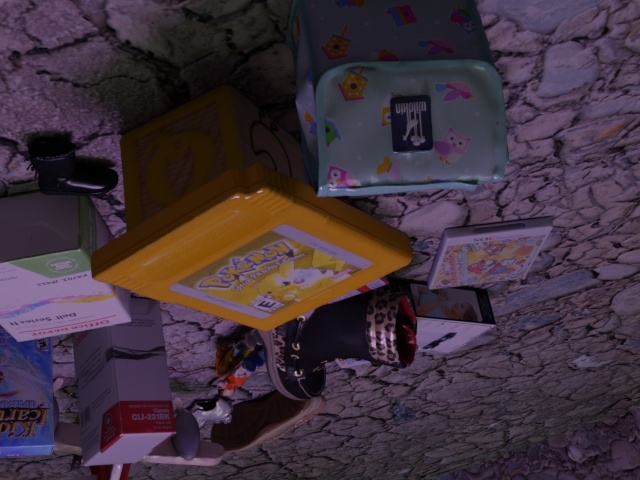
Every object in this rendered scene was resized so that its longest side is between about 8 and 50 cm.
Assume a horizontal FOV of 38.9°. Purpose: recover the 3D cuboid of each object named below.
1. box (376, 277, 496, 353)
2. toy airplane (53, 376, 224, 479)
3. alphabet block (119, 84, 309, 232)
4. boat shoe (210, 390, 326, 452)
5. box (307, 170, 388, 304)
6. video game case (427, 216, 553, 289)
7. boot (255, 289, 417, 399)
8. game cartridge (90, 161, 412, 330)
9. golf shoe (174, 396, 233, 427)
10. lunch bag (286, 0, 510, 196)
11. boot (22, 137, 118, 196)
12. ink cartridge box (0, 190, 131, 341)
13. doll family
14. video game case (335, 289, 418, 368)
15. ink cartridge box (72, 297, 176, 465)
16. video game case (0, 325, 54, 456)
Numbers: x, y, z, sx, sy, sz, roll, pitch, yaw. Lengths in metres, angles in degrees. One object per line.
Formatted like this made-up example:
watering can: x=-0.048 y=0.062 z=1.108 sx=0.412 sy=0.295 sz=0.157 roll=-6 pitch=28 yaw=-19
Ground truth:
box: x=0.206 y=0.164 z=1.926 sx=0.290 sy=0.087 sz=0.169 roll=8 pitch=148 yaw=-31
toy airplane: x=-0.462 y=0.436 z=2.030 sx=0.384 sy=0.272 sz=0.386 roll=12 pitch=180 yaw=30
alphabet block: x=-0.139 y=-0.065 z=1.255 sx=0.193 sy=0.192 sz=0.197 roll=-23 pitch=151 yaw=21
boat shoe: x=-0.139 y=0.479 z=2.383 sx=0.341 sy=0.122 sz=0.110 roll=-26 pitch=148 yaw=27
box: x=0.000 y=0.000 z=1.496 sx=0.128 sy=0.123 sz=0.257 roll=-21 pitch=151 yaw=19
video game case: x=0.326 y=0.029 z=1.772 sx=0.206 sy=0.026 sz=0.227 roll=-7 pitch=153 yaw=-6
boot: x=0.040 y=0.201 z=1.742 sx=0.284 sy=0.138 sz=0.377 roll=5 pitch=137 yaw=19
game cartridge: x=-0.082 y=0.023 z=1.181 sx=0.285 sy=0.053 sz=0.323 roll=-28 pitch=150 yaw=31
golf shoe: x=-0.316 y=0.441 z=2.335 sx=0.176 sy=0.069 sz=0.086 roll=-19 pitch=132 yaw=11
lunch bag: x=0.083 y=-0.171 z=1.041 sx=0.223 sy=0.262 sz=0.160 roll=-4 pitch=153 yaw=-9
boot: x=-0.347 y=-0.104 z=1.267 sx=0.121 sy=0.045 sz=0.099 roll=-4 pitch=150 yaw=-9
ink cartridge box: x=-0.432 y=0.061 z=1.471 sx=0.207 sy=0.119 sz=0.353 roll=-10 pitch=153 yaw=0
doll family: x=-0.139 y=0.251 z=1.982 sx=0.263 sy=0.118 sz=0.163 roll=-10 pitch=153 yaw=-44
video game case: x=0.068 y=0.173 z=1.817 sx=0.201 sy=0.023 sz=0.183 roll=-19 pitch=117 yaw=40
ink cartridge box: x=-0.379 y=0.267 z=1.727 sx=0.114 sy=0.273 sz=0.197 roll=5 pitch=150 yaw=-34
video game case: x=-0.638 y=0.279 z=1.688 sx=0.269 sy=0.244 sz=0.061 roll=3 pitch=150 yaw=-24
